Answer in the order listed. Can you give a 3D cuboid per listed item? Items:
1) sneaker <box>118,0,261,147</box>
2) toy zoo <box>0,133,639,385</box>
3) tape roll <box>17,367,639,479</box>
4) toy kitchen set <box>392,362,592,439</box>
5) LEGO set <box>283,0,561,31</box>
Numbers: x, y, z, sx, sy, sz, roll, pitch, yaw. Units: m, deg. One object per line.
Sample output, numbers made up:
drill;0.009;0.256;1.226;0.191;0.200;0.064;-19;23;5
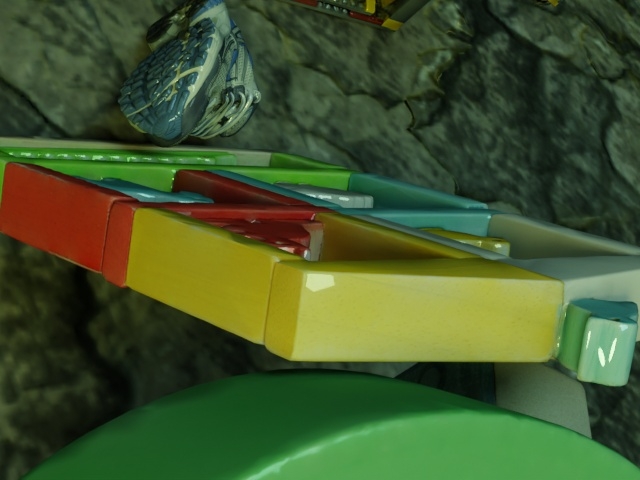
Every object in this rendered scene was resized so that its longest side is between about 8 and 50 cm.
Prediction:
sneaker;-0.051;-0.072;0.708;0.058;0.052;0.135;52;21;-20
toy zoo;0.000;0.000;0.577;0.192;0.293;0.030;0;102;-41
tape roll;0.002;0.201;0.453;0.321;0.077;0.321;-4;98;-34
toy kitchen set;0.009;0.152;0.542;0.122;0.166;0.207;22;50;-30
LEGO set;-0.010;-0.253;0.776;0.331;0.192;0.255;17;53;-33
